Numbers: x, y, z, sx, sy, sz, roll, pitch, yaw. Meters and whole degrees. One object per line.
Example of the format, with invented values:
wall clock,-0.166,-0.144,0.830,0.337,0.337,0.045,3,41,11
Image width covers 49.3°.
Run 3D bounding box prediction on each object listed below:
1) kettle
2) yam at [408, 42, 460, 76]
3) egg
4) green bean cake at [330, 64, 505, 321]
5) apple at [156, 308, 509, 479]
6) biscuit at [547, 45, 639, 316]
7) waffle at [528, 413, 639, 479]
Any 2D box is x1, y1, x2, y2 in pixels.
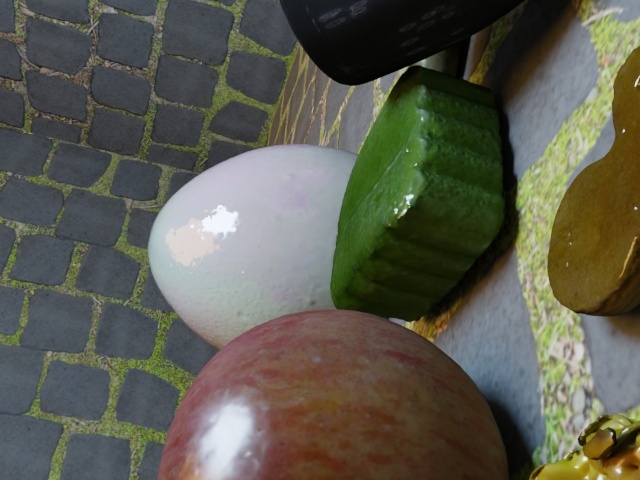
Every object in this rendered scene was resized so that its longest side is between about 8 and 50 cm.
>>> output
kettle,0.127,-0.315,0.692,0.290,0.207,0.268,-16,34,31
yam,0.154,-0.273,0.900,0.071,0.067,0.317,60,-136,-88
egg,-0.087,0.017,1.061,0.354,0.339,0.355,-169,90,-77
green bean cake,0.102,-0.039,0.773,0.248,0.124,0.222,121,160,-50
apple,0.016,0.225,0.576,0.345,0.269,0.345,-2,-90,-84
biscuit,0.226,-0.061,0.398,0.301,0.049,0.197,116,167,-45
waffle,0.163,0.231,0.334,0.325,0.068,0.302,129,151,-62
